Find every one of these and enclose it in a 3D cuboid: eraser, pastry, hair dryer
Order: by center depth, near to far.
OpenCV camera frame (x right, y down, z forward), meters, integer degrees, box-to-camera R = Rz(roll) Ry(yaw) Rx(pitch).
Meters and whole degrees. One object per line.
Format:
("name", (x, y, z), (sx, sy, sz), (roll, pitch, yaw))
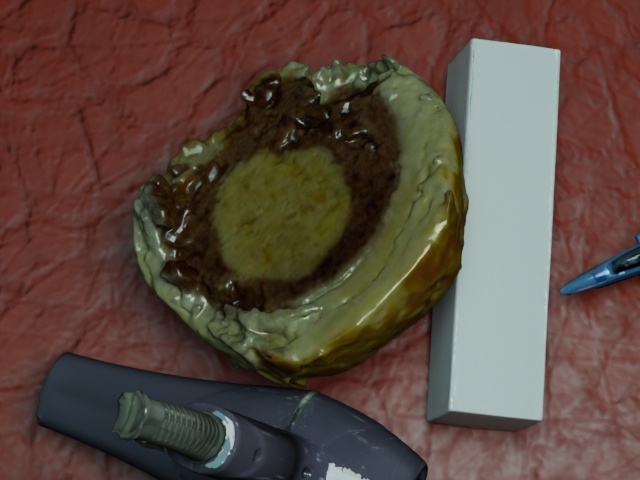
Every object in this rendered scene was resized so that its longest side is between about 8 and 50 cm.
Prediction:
("hair dryer", (-0.091, 0.131, 1.312), (0.301, 0.361, 0.121), (17, 81, 13))
("pastry", (0.009, -0.002, 1.430), (0.256, 0.170, 0.237), (-44, 54, -10))
("eraser", (0.136, -0.004, 1.471), (0.076, 0.078, 0.298), (7, 76, -10))

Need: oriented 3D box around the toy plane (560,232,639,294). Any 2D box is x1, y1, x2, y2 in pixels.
("toy plane", (0.304, -0.003, 1.477), (0.246, 0.078, 0.169), (-24, 77, 2))
